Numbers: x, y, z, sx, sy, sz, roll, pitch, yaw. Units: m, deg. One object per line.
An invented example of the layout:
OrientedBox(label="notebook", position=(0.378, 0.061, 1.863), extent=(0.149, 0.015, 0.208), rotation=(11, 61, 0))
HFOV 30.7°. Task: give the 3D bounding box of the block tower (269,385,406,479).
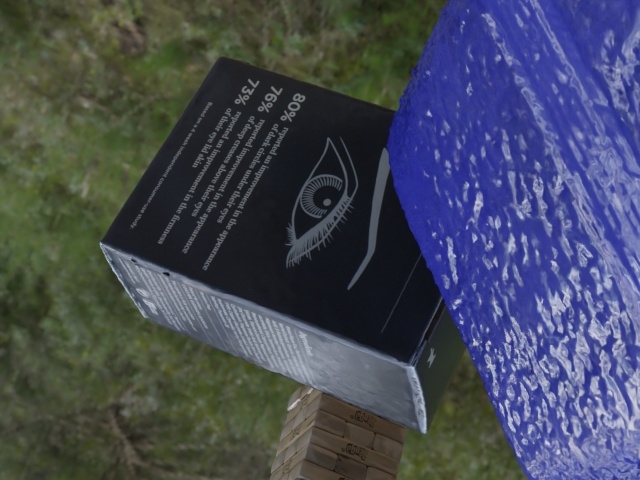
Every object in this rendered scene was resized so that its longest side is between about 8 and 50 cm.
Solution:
OrientedBox(label="block tower", position=(0.032, 0.131, 1.091), extent=(0.091, 0.335, 0.097), rotation=(24, 143, -12))

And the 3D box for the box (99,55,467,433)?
OrientedBox(label="box", position=(0.000, 0.000, 0.710), extent=(0.207, 0.153, 0.108), rotation=(21, 156, 20))

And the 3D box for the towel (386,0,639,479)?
OrientedBox(label="towel", position=(0.126, -0.031, 0.446), extent=(0.076, 0.227, 0.308), rotation=(-15, 161, -19))
